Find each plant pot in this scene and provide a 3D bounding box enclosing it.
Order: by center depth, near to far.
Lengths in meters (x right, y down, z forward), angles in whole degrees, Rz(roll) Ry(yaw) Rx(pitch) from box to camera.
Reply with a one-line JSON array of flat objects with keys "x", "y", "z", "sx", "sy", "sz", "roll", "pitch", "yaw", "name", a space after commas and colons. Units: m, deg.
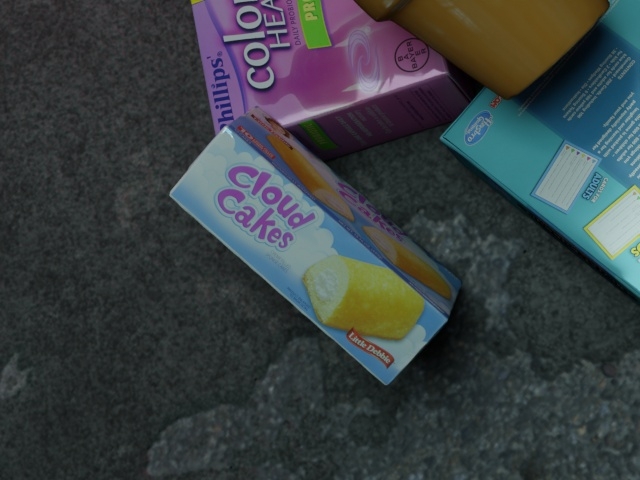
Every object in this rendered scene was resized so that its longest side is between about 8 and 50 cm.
[{"x": 0.150, "y": -0.236, "z": 1.630, "sx": 0.205, "sy": 0.205, "sz": 0.188, "roll": -43, "pitch": 94, "yaw": 4, "name": "plant pot"}]

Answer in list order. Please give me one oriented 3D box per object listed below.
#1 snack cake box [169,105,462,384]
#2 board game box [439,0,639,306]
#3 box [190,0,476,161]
[{"x": 0.000, "y": 0.000, "z": 1.672, "sx": 0.264, "sy": 0.152, "sz": 0.089, "roll": 41, "pitch": 106, "yaw": -1, "name": "snack cake box"}, {"x": 0.319, "y": -0.083, "z": 1.676, "sx": 0.336, "sy": 0.079, "sz": 0.254, "roll": 41, "pitch": 91, "yaw": 25, "name": "board game box"}, {"x": 0.009, "y": -0.204, "z": 1.807, "sx": 0.243, "sy": 0.117, "sz": 0.213, "roll": -17, "pitch": 70, "yaw": 16, "name": "box"}]
